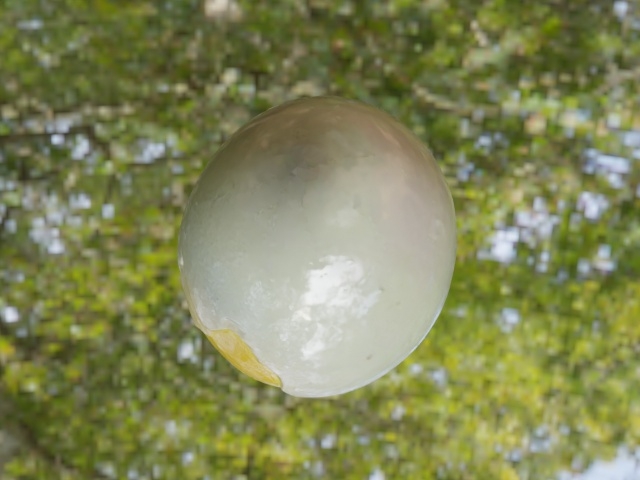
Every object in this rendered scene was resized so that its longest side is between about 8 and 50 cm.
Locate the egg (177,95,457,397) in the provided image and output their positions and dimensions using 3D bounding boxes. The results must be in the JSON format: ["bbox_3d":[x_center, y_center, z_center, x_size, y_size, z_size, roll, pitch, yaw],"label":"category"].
[{"bbox_3d":[0.000,0.000,1.763,0.283,0.345,0.283,4,-119,-7],"label":"egg"}]
